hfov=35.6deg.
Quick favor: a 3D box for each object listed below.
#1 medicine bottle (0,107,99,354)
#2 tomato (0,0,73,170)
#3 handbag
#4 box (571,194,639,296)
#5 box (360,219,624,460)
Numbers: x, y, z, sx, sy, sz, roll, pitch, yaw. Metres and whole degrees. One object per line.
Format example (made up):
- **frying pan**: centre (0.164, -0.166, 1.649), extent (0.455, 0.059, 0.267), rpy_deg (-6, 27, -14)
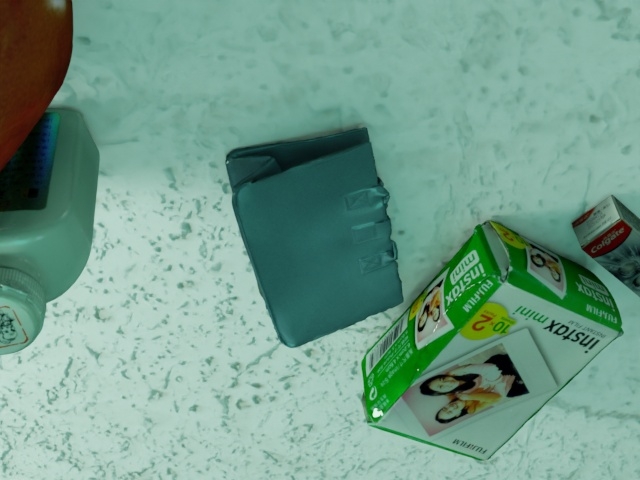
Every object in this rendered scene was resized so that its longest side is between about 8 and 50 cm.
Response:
- **medicine bottle**: centre (-0.244, -0.012, 0.794), extent (0.121, 0.228, 0.083), rpy_deg (-14, 130, 3)
- **tomato**: centre (-0.328, -0.122, 0.641), extent (0.293, 0.290, 0.325), rpy_deg (28, 108, -18)
- **handbag**: centre (0.000, 0.000, 0.959), extent (0.144, 0.057, 0.221), rpy_deg (-14, 131, -2)
- **box**: centre (0.349, 0.031, 1.045), extent (0.218, 0.039, 0.055), rpy_deg (33, 120, -30)
- **box**: centre (0.170, 0.110, 1.044), extent (0.180, 0.103, 0.250), rpy_deg (22, 124, -25)
